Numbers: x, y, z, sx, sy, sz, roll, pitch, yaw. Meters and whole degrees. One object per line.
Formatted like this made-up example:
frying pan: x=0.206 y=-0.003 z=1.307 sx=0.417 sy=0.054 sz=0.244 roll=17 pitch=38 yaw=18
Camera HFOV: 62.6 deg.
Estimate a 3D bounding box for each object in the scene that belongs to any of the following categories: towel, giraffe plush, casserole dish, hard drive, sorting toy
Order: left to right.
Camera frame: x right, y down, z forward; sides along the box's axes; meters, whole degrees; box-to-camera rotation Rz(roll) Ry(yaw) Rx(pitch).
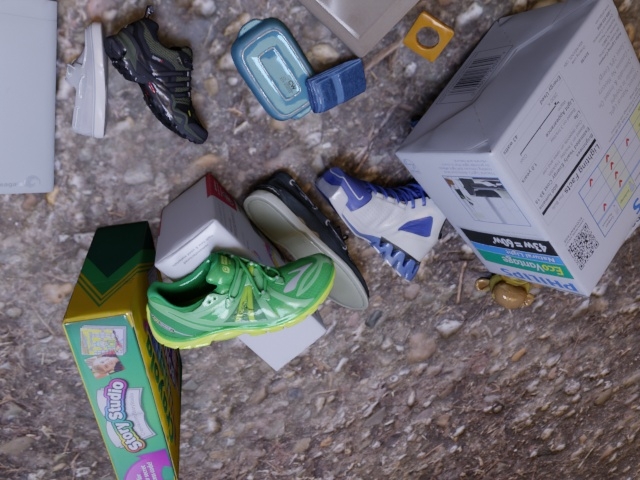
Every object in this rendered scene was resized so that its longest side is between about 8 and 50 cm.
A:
hard drive: x=-0.513 y=-0.218 z=0.795 sx=0.203 sy=0.040 sz=0.307 roll=-8 pitch=121 yaw=-40
casserole dish: x=-0.073 y=-0.292 z=0.918 sx=0.114 sy=0.037 sz=0.188 roll=-33 pitch=120 yaw=4
towel: x=0.030 y=-0.274 z=0.934 sx=0.119 sy=0.029 sz=0.067 roll=-32 pitch=124 yaw=-24
sorting toy: x=0.061 y=-0.412 z=0.832 sx=0.348 sy=0.047 sz=0.196 roll=38 pitch=141 yaw=-17
giraffe plush: x=0.435 y=0.078 z=1.188 sx=0.210 sy=0.181 sz=0.170 roll=-20 pitch=138 yaw=-44

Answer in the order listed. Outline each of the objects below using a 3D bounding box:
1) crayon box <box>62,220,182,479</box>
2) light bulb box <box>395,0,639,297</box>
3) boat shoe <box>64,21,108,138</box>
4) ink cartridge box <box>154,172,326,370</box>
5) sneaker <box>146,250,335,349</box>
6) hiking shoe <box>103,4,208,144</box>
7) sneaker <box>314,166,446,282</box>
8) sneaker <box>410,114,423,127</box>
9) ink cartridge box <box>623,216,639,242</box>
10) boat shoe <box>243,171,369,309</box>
crayon box: x=-0.327 y=0.196 z=0.938 sx=0.106 sy=0.313 sz=0.362 roll=-10 pitch=118 yaw=-10
light bulb box: x=0.395 y=-0.158 z=0.940 sx=0.361 sy=0.225 sz=0.358 roll=45 pitch=75 yaw=-28
boat shoe: x=-0.376 y=-0.256 z=0.846 sx=0.063 sy=0.066 sz=0.184 roll=3 pitch=125 yaw=-17
ink cartridge box: x=-0.146 y=0.055 z=0.965 sx=0.131 sy=0.226 sz=0.306 roll=-39 pitch=120 yaw=6
sneaker: x=-0.117 y=0.075 z=0.791 sx=0.296 sy=0.109 sz=0.123 roll=-17 pitch=123 yaw=-7
hiking shoe: x=-0.236 y=-0.258 z=0.860 sx=0.114 sy=0.086 sz=0.227 roll=-47 pitch=136 yaw=-12
sneaker: x=0.144 y=-0.069 z=1.049 sx=0.182 sy=0.127 sz=0.315 roll=-46 pitch=125 yaw=6
sneaker: x=0.217 y=-0.173 z=1.040 sx=0.073 sy=0.063 sz=0.162 roll=-34 pitch=119 yaw=7
ink cartridge box: x=0.653 y=-0.125 z=1.164 sx=0.193 sy=0.088 sz=0.234 roll=25 pitch=107 yaw=-23
boat shoe: x=-0.003 y=0.001 z=1.045 sx=0.340 sy=0.113 sz=0.127 roll=44 pitch=142 yaw=-20
